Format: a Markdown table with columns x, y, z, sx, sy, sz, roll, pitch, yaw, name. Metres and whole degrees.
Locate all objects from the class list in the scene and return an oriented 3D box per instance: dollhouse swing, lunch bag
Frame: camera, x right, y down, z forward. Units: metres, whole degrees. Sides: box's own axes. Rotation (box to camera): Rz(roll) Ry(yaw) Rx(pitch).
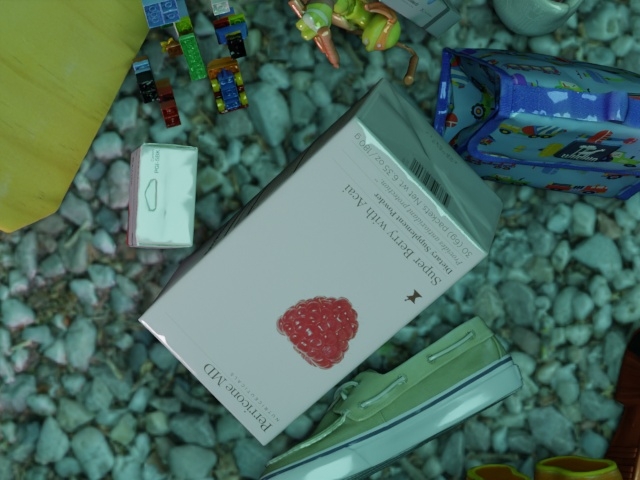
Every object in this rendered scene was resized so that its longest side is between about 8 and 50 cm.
| x | y | z | sx | sy | sz | roll | pitch | yaw | name |
| --- | --- | --- | --- | --- | --- | --- | --- | --- | --- |
| -0.402 | -0.219 | 1.704 | 0.315 | 0.305 | 0.346 | 23 | 85 | 33 | dollhouse swing |
| 0.249 | -0.124 | 1.694 | 0.221 | 0.293 | 0.138 | 8 | 88 | -9 | lunch bag |

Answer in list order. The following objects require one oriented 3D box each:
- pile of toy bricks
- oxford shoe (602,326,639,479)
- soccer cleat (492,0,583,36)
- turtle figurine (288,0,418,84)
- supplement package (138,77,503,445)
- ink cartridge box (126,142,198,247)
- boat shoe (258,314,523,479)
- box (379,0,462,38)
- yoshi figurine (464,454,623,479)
| x | y | z | sx | sy | sz | roll | pitch | yaw | name |
| --- | --- | --- | --- | --- | --- | --- | --- | --- | --- |
| -0.135 | -0.215 | 1.712 | 0.118 | 0.212 | 0.105 | -15 | 55 | -3 | pile of toy bricks |
| 0.353 | 0.228 | 1.813 | 0.098 | 0.097 | 0.271 | 15 | 87 | -16 | oxford shoe |
| 0.283 | -0.358 | 1.778 | 0.116 | 0.143 | 0.331 | 25 | 85 | -9 | soccer cleat |
| -0.002 | -0.244 | 1.695 | 0.217 | 0.269 | 0.087 | 35 | 106 | 16 | turtle figurine |
| 0.004 | 0.019 | 1.657 | 0.177 | 0.175 | 0.293 | 45 | 110 | -6 | supplement package |
| -0.156 | -0.041 | 1.705 | 0.056 | 0.135 | 0.099 | 3 | 89 | -10 | ink cartridge box |
| 0.060 | 0.177 | 1.769 | 0.302 | 0.109 | 0.094 | -26 | 78 | -18 | boat shoe |
| 0.059 | -0.277 | 1.700 | 0.038 | 0.186 | 0.145 | -40 | 73 | 14 | box |
| 0.234 | 0.404 | 1.703 | 0.204 | 0.203 | 0.362 | 0 | 96 | 23 | yoshi figurine |
